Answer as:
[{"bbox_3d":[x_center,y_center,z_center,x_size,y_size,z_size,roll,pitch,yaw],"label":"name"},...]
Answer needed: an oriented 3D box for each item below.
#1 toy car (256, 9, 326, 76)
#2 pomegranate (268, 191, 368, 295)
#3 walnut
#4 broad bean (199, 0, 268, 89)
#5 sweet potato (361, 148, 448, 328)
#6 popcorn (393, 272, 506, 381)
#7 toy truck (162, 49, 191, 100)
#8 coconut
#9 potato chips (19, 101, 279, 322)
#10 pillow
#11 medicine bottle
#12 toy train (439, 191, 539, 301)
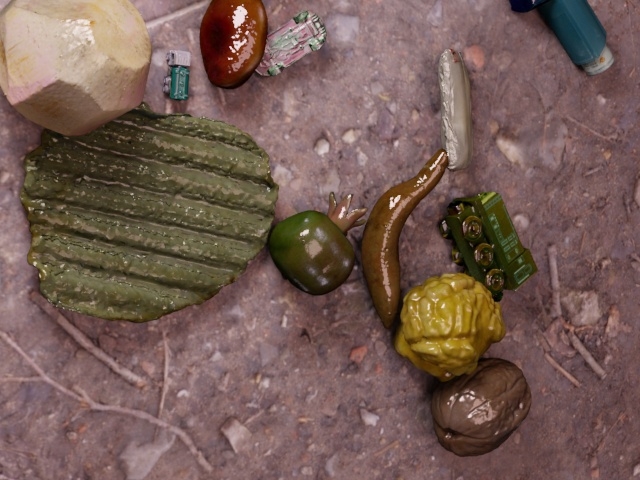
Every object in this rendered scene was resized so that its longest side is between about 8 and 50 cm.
[{"bbox_3d":[-0.057,-0.338,1.522,0.142,0.055,0.069,-31,108,5],"label":"toy car"},{"bbox_3d":[0.000,0.000,1.565,0.152,0.131,0.191,48,59,-23],"label":"pomegranate"},{"bbox_3d":[0.319,0.318,1.733,0.230,0.178,0.178,-23,106,-33],"label":"walnut"},{"bbox_3d":[-0.144,-0.334,1.466,0.114,0.084,0.165,0,94,-3],"label":"broad bean"},{"bbox_3d":[0.134,-0.015,1.631,0.108,0.079,0.346,18,97,-6],"label":"sweet potato"},{"bbox_3d":[0.228,0.158,1.667,0.200,0.203,0.226,53,36,-12],"label":"popcorn"},{"bbox_3d":[-0.232,-0.272,1.457,0.039,0.044,0.083,2,96,-28],"label":"toy truck"},{"bbox_3d":[-0.371,-0.270,1.314,0.197,0.236,0.237,-16,107,-59],"label":"coconut"},{"bbox_3d":[-0.273,-0.041,1.457,0.429,0.070,0.359,10,91,-26],"label":"potato chips"},{"bbox_3d":[0.252,-0.243,1.659,0.128,0.050,0.229,-31,118,-64],"label":"pillow"},{"bbox_3d":[0.481,-0.430,1.747,0.258,0.079,0.124,46,74,-24],"label":"medicine bottle"},{"bbox_3d":[0.327,0.005,1.734,0.137,0.090,0.226,-35,110,-24],"label":"toy train"}]
